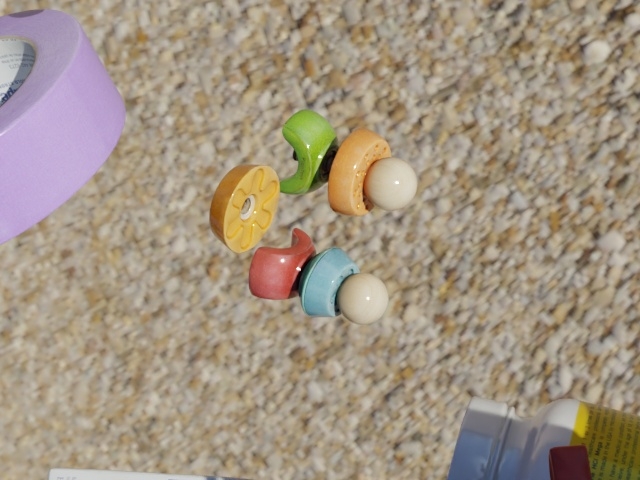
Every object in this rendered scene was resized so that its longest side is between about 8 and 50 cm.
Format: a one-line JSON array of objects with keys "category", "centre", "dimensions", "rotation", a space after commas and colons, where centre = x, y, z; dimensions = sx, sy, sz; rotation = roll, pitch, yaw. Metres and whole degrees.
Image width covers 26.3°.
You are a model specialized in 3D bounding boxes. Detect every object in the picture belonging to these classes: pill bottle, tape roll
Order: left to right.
[{"category": "tape roll", "centre": [-0.317, -0.095, 1.231], "dimensions": [0.275, 0.275, 0.090], "rotation": [-2, 131, 34]}, {"category": "pill bottle", "centre": [0.290, 0.259, 1.306], "dimensions": [0.334, 0.188, 0.188], "rotation": [15, 116, 12]}]

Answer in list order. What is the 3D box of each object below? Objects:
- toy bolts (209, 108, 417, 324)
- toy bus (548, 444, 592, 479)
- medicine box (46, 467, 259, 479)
[{"category": "toy bolts", "centre": [0.000, 0.000, 1.531], "dimensions": [0.158, 0.218, 0.228], "rotation": [22, 127, 27]}, {"category": "toy bus", "centre": [0.249, 0.244, 1.047], "dimensions": [0.191, 0.202, 0.104], "rotation": [23, 159, 9]}, {"category": "medicine box", "centre": [-0.218, 0.397, 1.880], "dimensions": [0.289, 0.263, 0.149], "rotation": [4, 78, 0]}]
